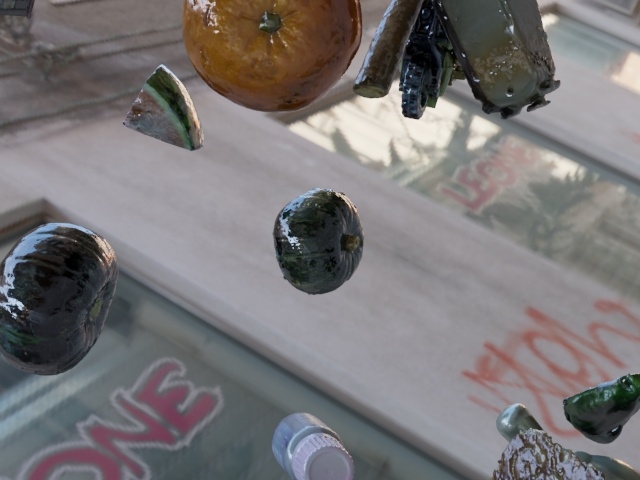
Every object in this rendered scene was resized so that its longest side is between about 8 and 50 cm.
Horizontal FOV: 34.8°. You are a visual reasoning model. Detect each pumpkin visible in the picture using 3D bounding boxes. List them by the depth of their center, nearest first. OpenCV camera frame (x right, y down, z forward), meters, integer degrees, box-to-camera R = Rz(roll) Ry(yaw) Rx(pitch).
[{"bbox_3d":[-0.001,0.001,1.783,0.190,0.146,0.190,-11,-90,-76],"label":"pumpkin"},{"bbox_3d":[-0.553,0.114,2.062,0.315,0.238,0.315,-163,90,-89],"label":"pumpkin"}]

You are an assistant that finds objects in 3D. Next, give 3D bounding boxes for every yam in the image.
[{"bbox_3d":[0.134,-0.380,1.771,0.066,0.066,0.300,68,-139,-68],"label":"yam"}]

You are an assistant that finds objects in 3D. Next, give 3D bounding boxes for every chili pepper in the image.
[{"bbox_3d":[0.452,0.253,1.592,0.216,0.108,0.062,102,175,-58],"label":"chili pepper"}]

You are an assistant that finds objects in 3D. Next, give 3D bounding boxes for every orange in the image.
[{"bbox_3d":[-0.074,-0.341,1.592,0.226,0.283,0.284,-94,26,-71],"label":"orange"}]

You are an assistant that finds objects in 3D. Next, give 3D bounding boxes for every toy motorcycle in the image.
[{"bbox_3d":[0.222,-0.444,1.980,0.237,0.168,0.410,-35,-43,-65],"label":"toy motorcycle"}]

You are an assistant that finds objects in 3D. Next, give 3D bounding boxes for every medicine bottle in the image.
[{"bbox_3d":[-0.010,0.277,1.317,0.083,0.083,0.203,-59,8,-6],"label":"medicine bottle"}]

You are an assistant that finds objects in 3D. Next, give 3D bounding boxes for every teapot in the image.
[{"bbox_3d":[0.388,0.397,1.581,0.149,0.318,0.220,-34,-23,-44],"label":"teapot"}]

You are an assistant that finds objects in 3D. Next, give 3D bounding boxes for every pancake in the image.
[{"bbox_3d":[0.319,0.386,1.413,0.056,0.257,0.212,17,-86,-31],"label":"pancake"}]

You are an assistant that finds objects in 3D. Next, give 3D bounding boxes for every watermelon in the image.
[{"bbox_3d":[-0.265,-0.230,1.872,0.128,0.146,0.231,-55,7,8],"label":"watermelon"}]

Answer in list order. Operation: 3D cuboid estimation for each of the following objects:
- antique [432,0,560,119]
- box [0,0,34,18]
[{"bbox_3d":[0.291,-0.342,1.679,0.125,0.284,0.150,-20,1,41],"label":"antique"},{"bbox_3d":[-0.406,-0.334,1.310,0.063,0.085,0.060,-7,-20,-25],"label":"box"}]
